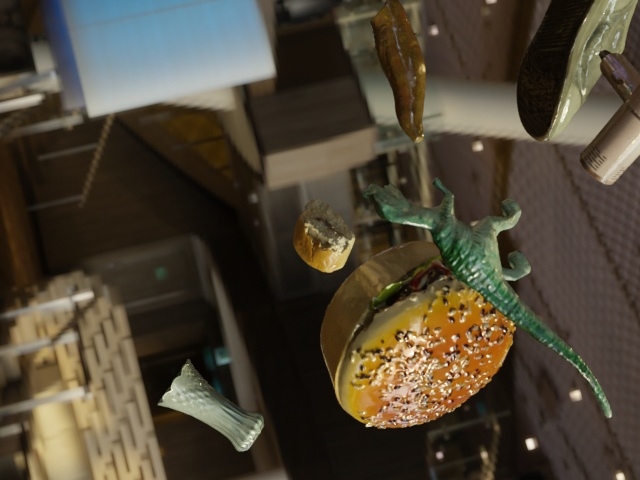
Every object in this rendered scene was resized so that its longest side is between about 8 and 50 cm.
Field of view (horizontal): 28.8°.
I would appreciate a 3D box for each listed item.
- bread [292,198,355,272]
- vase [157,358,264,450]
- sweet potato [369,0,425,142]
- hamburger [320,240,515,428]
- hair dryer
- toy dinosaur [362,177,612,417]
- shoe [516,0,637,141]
[{"bbox_3d":[0.000,-0.001,2.346,0.125,0.082,0.106,42,-48,20],"label":"bread"},{"bbox_3d":[-0.155,0.247,1.825,0.148,0.081,0.081,33,-12,-1],"label":"vase"},{"bbox_3d":[0.137,-0.281,2.063,0.077,0.077,0.244,178,-103,-80],"label":"sweet potato"},{"bbox_3d":[0.143,0.143,1.803,0.176,0.300,0.300,49,-26,43],"label":"hamburger"},{"bbox_3d":[0.373,-0.195,1.439,0.195,0.053,0.220,-53,-165,34],"label":"hair dryer"},{"bbox_3d":[0.224,0.032,1.438,0.383,0.129,0.076,37,-31,1],"label":"toy dinosaur"},{"bbox_3d":[0.356,-0.261,1.697,0.275,0.098,0.103,-67,-149,21],"label":"shoe"}]
